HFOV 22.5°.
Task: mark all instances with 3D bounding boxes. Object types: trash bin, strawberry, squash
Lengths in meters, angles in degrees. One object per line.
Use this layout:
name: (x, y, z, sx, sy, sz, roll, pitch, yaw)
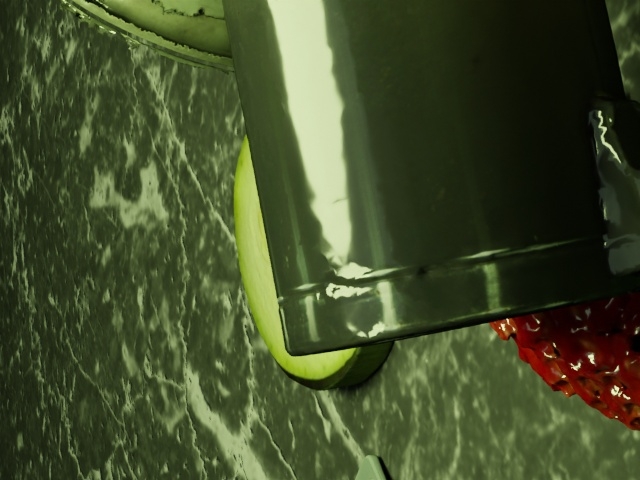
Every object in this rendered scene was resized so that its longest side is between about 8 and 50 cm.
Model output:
trash bin: (0.054, -0.105, 0.848, 0.252, 0.203, 0.302, -14, 86, 39)
strawberry: (0.151, 0.023, 0.973, 0.236, 0.111, 0.190, 61, 142, 39)
squash: (0.000, 0.000, 1.353, 0.252, 0.049, 0.252, 17, 109, 60)

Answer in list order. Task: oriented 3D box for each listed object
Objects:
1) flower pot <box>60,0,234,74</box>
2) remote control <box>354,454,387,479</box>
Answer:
flower pot: (-0.074, -0.298, 1.260, 0.259, 0.290, 0.290, -63, 38, 25)
remote control: (0.067, 0.250, 1.272, 0.184, 0.027, 0.050, -115, 34, -44)
